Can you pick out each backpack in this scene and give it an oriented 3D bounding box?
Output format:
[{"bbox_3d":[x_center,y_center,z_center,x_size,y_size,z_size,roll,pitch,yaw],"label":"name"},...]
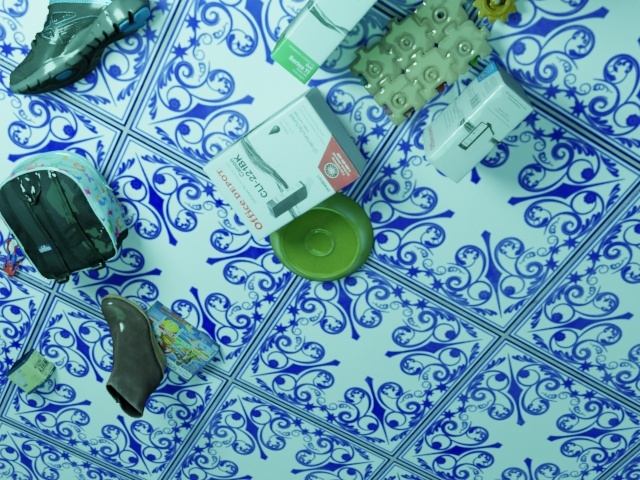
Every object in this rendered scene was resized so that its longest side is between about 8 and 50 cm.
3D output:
[{"bbox_3d":[-0.559,-0.067,1.532,0.225,0.191,0.254,-18,123,13],"label":"backpack"}]

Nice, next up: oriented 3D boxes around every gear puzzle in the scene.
[{"bbox_3d":[0.225,-0.388,1.361,0.339,0.044,0.175,-37,108,20],"label":"gear puzzle"}]

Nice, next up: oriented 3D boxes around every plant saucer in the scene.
[{"bbox_3d":[0.000,0.000,1.601,0.240,0.037,0.241,3,120,5],"label":"plant saucer"}]

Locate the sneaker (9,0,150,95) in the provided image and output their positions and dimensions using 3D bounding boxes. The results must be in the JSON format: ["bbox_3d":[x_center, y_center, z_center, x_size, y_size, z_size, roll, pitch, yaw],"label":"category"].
[{"bbox_3d":[-0.492,-0.409,1.393,0.340,0.125,0.140,-31,94,16],"label":"sneaker"}]

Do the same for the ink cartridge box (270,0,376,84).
[{"bbox_3d":[0.011,-0.410,1.303,0.086,0.153,0.208,38,117,-15],"label":"ink cartridge box"}]

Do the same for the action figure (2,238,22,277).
[{"bbox_3d":[-0.746,0.048,1.710,0.038,0.030,0.115,24,124,-2],"label":"action figure"}]

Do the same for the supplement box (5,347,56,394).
[{"bbox_3d":[-0.762,0.345,1.862,0.083,0.056,0.083,-35,110,22],"label":"supplement box"}]

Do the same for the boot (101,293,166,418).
[{"bbox_3d":[-0.456,0.266,1.659,0.090,0.207,0.249,-24,113,18],"label":"boot"}]

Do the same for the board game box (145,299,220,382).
[{"bbox_3d":[-0.373,0.257,1.784,0.201,0.035,0.136,39,116,-15],"label":"board game box"}]

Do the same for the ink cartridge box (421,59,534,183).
[{"bbox_3d":[0.300,-0.231,1.375,0.085,0.148,0.203,36,118,-16],"label":"ink cartridge box"}]

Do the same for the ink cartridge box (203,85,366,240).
[{"bbox_3d":[-0.073,-0.155,1.465,0.272,0.114,0.197,-31,104,22],"label":"ink cartridge box"}]
